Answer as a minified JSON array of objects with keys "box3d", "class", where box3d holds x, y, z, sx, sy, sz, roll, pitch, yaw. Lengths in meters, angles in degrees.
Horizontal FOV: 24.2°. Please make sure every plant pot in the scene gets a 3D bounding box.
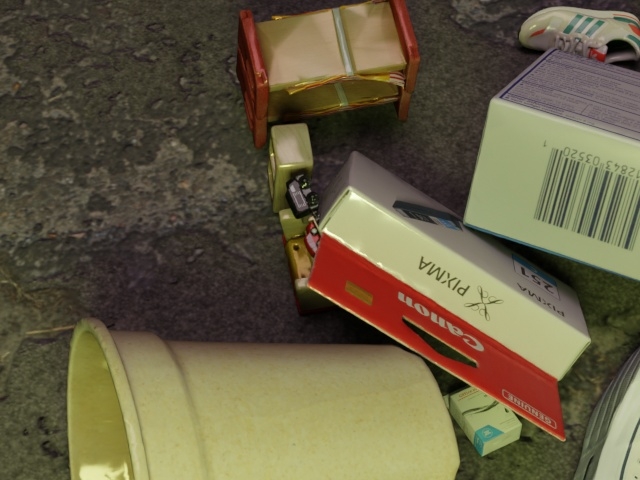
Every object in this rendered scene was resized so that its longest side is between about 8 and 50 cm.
[{"box3d":[-0.051,0.220,1.362,0.305,0.334,0.334,-6,49,-20],"class":"plant pot"}]

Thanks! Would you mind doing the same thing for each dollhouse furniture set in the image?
[{"box3d":[0.030,-0.097,1.742,0.201,0.152,0.374,-9,67,-8],"class":"dollhouse furniture set"}]

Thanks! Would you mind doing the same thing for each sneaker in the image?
[{"box3d":[0.319,0.211,1.502,0.091,0.094,0.258,32,55,-3],"class":"sneaker"},{"box3d":[0.335,-0.255,1.905,0.161,0.057,0.075,1,44,-3],"class":"sneaker"}]

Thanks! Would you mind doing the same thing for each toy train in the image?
[{"box3d":[0.000,0.000,1.598,0.036,0.027,0.158,-22,69,-9],"class":"toy train"}]

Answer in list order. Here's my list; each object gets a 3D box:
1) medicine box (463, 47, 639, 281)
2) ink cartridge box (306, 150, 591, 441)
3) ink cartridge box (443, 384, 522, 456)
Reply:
[{"box3d":[0.328,-0.084,1.630,0.263,0.149,0.289,19,23,16],"class":"medicine box"},{"box3d":[0.134,0.047,1.494,0.296,0.066,0.261,32,19,-8],"class":"ink cartridge box"},{"box3d":[0.167,0.178,1.555,0.048,0.028,0.083,-22,53,-18],"class":"ink cartridge box"}]
